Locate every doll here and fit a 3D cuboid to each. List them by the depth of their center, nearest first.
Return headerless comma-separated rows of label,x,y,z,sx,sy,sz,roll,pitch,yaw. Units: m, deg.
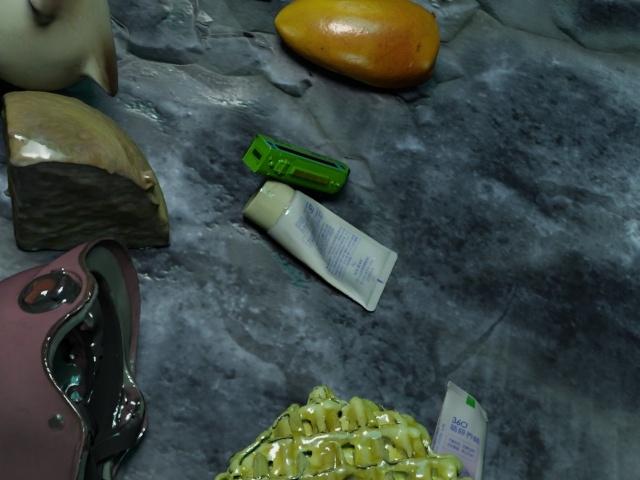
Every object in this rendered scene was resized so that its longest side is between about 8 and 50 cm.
doll,-0.431,-0.302,1.211,0.371,0.215,0.225,5,57,22

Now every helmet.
helmet,-0.294,0.161,0.968,0.197,0.271,0.338,-7,53,1

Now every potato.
potato,-0.285,-0.117,1.161,0.211,0.264,0.189,-3,66,-16

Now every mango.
mango,0.056,-0.331,1.515,0.257,0.138,0.187,-3,45,-29

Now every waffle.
waffle,0.025,0.310,1.056,0.297,0.073,0.317,34,59,19

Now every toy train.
toy train,-0.017,-0.098,1.319,0.209,0.044,0.042,12,29,-49

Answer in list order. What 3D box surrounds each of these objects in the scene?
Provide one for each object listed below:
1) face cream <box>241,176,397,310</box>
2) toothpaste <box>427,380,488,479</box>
face cream,0.000,0.000,1.314,0.224,0.070,0.114,35,51,-10
toothpaste,0.152,0.310,1.147,0.075,0.048,0.301,22,50,3
